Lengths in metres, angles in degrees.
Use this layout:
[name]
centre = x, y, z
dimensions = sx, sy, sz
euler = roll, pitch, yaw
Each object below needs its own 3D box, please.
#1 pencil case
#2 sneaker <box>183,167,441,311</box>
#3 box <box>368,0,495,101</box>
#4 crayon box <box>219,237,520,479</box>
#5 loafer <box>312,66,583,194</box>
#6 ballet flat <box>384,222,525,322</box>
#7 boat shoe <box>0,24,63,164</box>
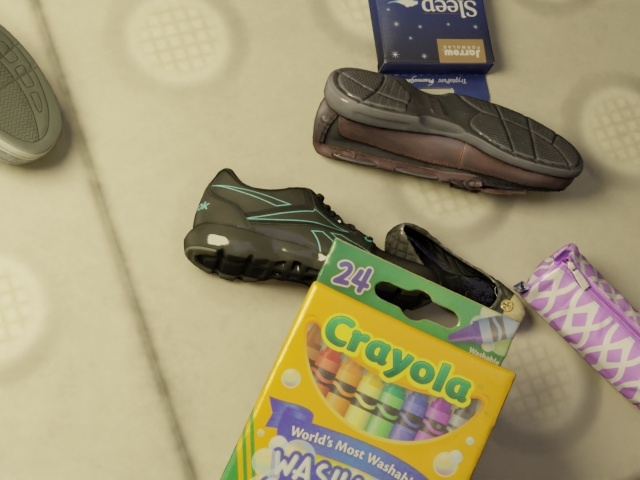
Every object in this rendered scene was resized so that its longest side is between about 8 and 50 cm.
[pencil case]
centre = 0.308, 0.090, 1.144
dimensions = 0.206, 0.088, 0.086
euler = 43, 59, 3
[sneaker]
centre = 0.000, 0.000, 1.094
dimensions = 0.267, 0.101, 0.106
euler = 16, 64, -9
[box]
centre = 0.125, -0.267, 1.256
dimensions = 0.136, 0.036, 0.225
euler = -2, 73, -15
[crayon box]
centre = 0.037, 0.178, 0.981
dimensions = 0.203, 0.083, 0.323
euler = 25, 83, 1
[loafer]
centre = 0.137, -0.105, 1.185
dimensions = 0.302, 0.095, 0.109
euler = 16, 38, -13
[ballet flat]
centre = 0.143, 0.041, 1.141
dimensions = 0.173, 0.049, 0.057
euler = 31, 67, -2
[boat shoe]
centre = -0.400, -0.181, 1.071
dimensions = 0.320, 0.103, 0.118
euler = 35, 47, -6
